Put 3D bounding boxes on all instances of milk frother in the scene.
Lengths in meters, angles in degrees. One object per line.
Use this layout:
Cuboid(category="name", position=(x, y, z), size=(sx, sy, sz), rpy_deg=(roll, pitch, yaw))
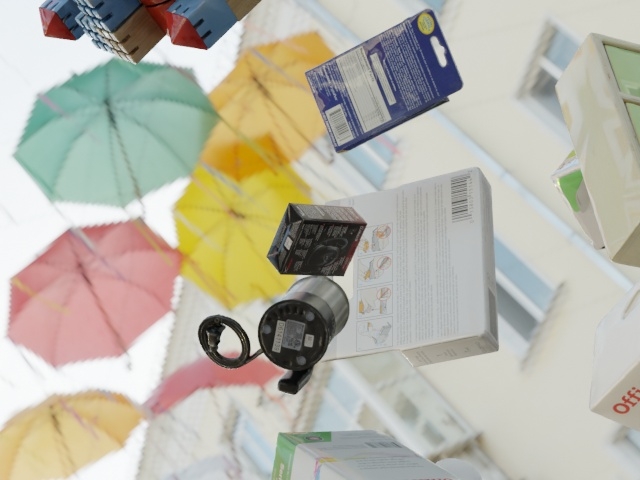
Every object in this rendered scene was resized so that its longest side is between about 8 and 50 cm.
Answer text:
Cuboid(category="milk frother", position=(-0.054, 0.099, 1.650), size=(0.129, 0.143, 0.135), rpy_deg=(-62, -5, 14))

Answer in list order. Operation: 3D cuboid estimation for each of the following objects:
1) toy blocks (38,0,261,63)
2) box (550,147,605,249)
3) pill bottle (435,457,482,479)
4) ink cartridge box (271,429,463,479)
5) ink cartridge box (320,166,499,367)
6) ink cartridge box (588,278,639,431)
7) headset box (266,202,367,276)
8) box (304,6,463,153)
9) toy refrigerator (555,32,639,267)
Cuboid(category="toy blocks", position=(-0.186, -0.320, 1.619), size=(0.261, 0.381, 0.190), rpy_deg=(-47, -51, -15))
Cuboid(category="box", position=(0.463, -0.123, 1.774), size=(0.262, 0.126, 0.231), rpy_deg=(-23, 14, 44))
Cuboid(category="pill bottle", position=(0.161, 0.375, 1.884), size=(0.094, 0.094, 0.169), rpy_deg=(-16, -44, -37))
Cuboid(category="ink cartridge box", position=(0.058, 0.301, 1.675), size=(0.154, 0.212, 0.093), rpy_deg=(4, -82, -32))
Cuboid(category="ink cartridge box", position=(0.133, 0.049, 2.125), size=(0.261, 0.296, 0.066), rpy_deg=(-12, -35, 22))
Cuboid(category="ink cartridge box", position=(0.350, 0.108, 1.137), size=(0.160, 0.219, 0.092), rpy_deg=(119, 172, -48))
Cuboid(category="headset box", position=(0.000, 0.000, 1.306), size=(0.083, 0.032, 0.062), rpy_deg=(1, -57, -37))
Cuboid(category="box", position=(0.098, -0.235, 2.064), size=(0.225, 0.136, 0.036), rpy_deg=(-25, -10, 26))
Cuboid(category="toy refrigerator", position=(0.339, -0.098, 1.477), size=(0.102, 0.269, 0.094), rpy_deg=(11, -46, -18))
